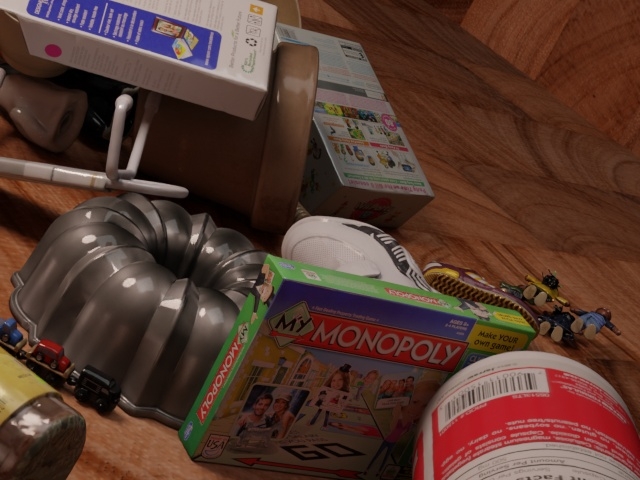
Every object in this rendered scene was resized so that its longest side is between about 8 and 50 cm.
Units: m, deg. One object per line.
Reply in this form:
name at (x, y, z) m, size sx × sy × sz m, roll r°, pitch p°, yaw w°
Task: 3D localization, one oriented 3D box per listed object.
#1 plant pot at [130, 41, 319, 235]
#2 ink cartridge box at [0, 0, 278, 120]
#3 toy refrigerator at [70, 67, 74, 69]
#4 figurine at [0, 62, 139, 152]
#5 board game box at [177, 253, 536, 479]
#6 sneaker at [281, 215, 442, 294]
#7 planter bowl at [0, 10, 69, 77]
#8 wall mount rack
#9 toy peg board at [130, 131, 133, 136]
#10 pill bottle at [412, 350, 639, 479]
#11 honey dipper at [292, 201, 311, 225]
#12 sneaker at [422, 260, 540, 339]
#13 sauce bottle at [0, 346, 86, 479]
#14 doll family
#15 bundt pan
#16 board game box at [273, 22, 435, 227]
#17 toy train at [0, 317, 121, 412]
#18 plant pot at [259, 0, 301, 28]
plant pot at (-0.134, -0.149, 1.885) m, size 0.229 × 0.263 × 0.263 m, roll 8°, pitch 23°, yaw -5°
ink cartridge box at (-0.239, -0.274, 1.725) m, size 0.371 × 0.069 × 0.175 m, roll 18°, pitch 44°, yaw -13°
toy refrigerator at (-0.362, -0.308, 2.011) m, size 0.102 × 0.094 × 0.269 m, roll 22°, pitch -1°, yaw -16°
figurine at (-0.387, -0.203, 1.897) m, size 0.209 × 0.092 × 0.215 m, roll 26°, pitch 19°, yaw 20°
board game box at (0.041, 0.141, 1.394) m, size 0.317 × 0.213 × 0.046 m, roll 13°, pitch 25°, yaw -33°
sneaker at (0.044, 0.090, 1.630) m, size 0.366 × 0.137 × 0.210 m, roll 44°, pitch 22°, yaw 30°
planter bowl at (-0.357, -0.280, 1.799) m, size 0.162 × 0.109 × 0.162 m, roll 14°, pitch 44°, yaw -14°
wall mount rack at (-0.316, -0.134, 1.638) m, size 0.350 × 0.130 × 0.304 m, roll 9°, pitch 4°, yaw -2°
toy peg board at (-0.242, -0.186, 2.061) m, size 0.161 × 0.079 × 0.161 m, roll 40°, pitch 18°, yaw -12°
pill bottle at (0.195, 0.280, 1.230) m, size 0.229 × 0.229 × 0.407 m, roll 25°, pitch 21°, yaw -6°
honey dipper at (0.000, 0.000, 1.955) m, size 0.030 × 0.030 × 0.160 m, roll 7°, pitch 30°, yaw -44°
sneaker at (0.232, 0.081, 1.994) m, size 0.186 × 0.069 × 0.084 m, roll 28°, pitch 25°, yaw -1°
sauce bottle at (-0.350, 0.091, 1.164) m, size 0.344 × 0.111 × 0.111 m, roll 36°, pitch 22°, yaw 18°
doll family at (0.361, 0.103, 2.111) m, size 0.193 × 0.076 × 0.111 m, roll 40°, pitch 18°, yaw 17°
bundt pan at (-0.155, 0.058, 1.481) m, size 0.331 × 0.124 × 0.331 m, roll 23°, pitch 20°, yaw -9°
board game box at (0.023, -0.175, 2.148) m, size 0.224 × 0.097 × 0.303 m, roll 5°, pitch 54°, yaw -48°
toy train at (-0.261, 0.114, 1.331) m, size 0.158 × 0.036 × 0.027 m, roll 28°, pitch 20°, yaw 2°
plant pot at (-0.192, -0.349, 2.284) m, size 0.191 × 0.284 × 0.284 m, roll -3°, pitch -1°, yaw 36°
